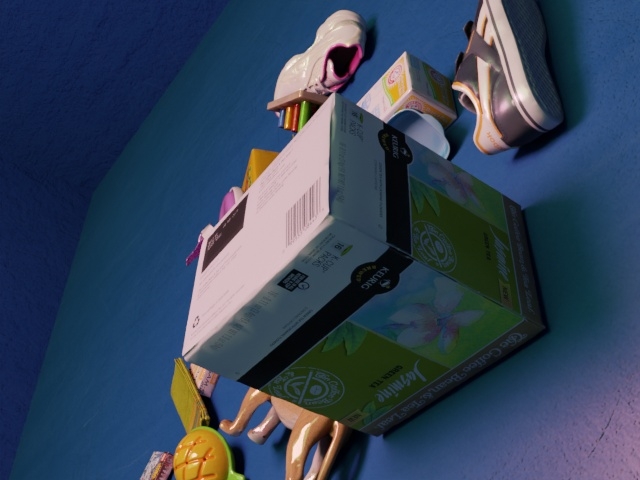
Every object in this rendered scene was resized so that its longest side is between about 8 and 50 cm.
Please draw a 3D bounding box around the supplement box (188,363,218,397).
[{"bbox_3d":[-0.259,0.298,1.754,0.098,0.036,0.062,3,71,63],"label":"supplement box"}]

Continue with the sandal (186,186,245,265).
[{"bbox_3d":[-0.191,0.038,1.473,0.416,0.102,0.169,-95,20,-50],"label":"sandal"}]

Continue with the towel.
[{"bbox_3d":[-0.283,0.351,1.711,0.237,0.021,0.102,46,125,57],"label":"towel"}]

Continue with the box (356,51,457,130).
[{"bbox_3d":[0.128,-0.205,1.399,0.203,0.103,0.114,-44,32,37],"label":"box"}]

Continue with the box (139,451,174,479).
[{"bbox_3d":[-0.363,0.521,1.733,0.094,0.027,0.137,-22,38,57],"label":"box"}]

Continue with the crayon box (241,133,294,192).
[{"bbox_3d":[-0.116,-0.037,1.613,0.202,0.081,0.318,-100,23,-48],"label":"crayon box"}]

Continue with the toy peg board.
[{"bbox_3d":[-0.009,-0.238,1.649,0.161,0.161,0.079,-2,79,62],"label":"toy peg board"}]

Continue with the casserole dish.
[{"bbox_3d":[0.135,-0.141,1.333,0.188,0.114,0.037,-45,3,35],"label":"casserole dish"}]

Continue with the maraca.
[{"bbox_3d":[-0.201,0.421,1.464,0.127,0.099,0.186,-55,51,11],"label":"maraca"}]

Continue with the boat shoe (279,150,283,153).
[{"bbox_3d":[-0.007,-0.138,1.611,0.302,0.091,0.114,1,68,63],"label":"boat shoe"}]

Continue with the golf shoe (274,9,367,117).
[{"bbox_3d":[-0.006,-0.370,1.811,0.306,0.115,0.140,-50,32,31],"label":"golf shoe"}]

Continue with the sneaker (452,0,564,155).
[{"bbox_3d":[0.257,-0.266,1.180,0.127,0.126,0.321,-34,40,38],"label":"sneaker"}]

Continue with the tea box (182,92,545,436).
[{"bbox_3d":[0.049,0.051,1.049,0.329,0.323,0.220,-44,31,38],"label":"tea box"}]

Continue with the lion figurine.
[{"bbox_3d":[-0.030,0.256,1.273,0.240,0.142,0.392,-55,39,2],"label":"lion figurine"}]
